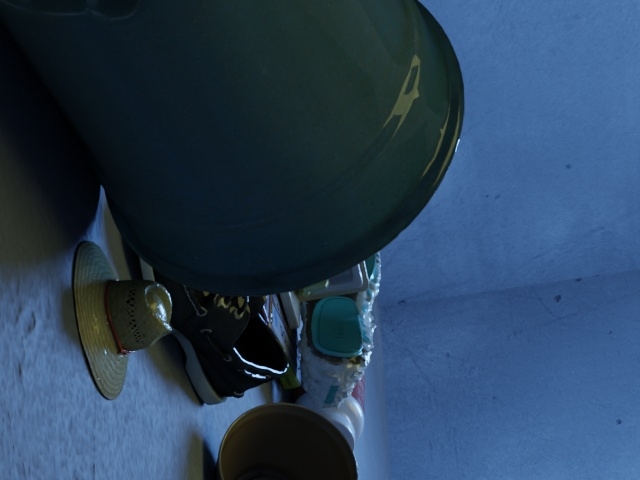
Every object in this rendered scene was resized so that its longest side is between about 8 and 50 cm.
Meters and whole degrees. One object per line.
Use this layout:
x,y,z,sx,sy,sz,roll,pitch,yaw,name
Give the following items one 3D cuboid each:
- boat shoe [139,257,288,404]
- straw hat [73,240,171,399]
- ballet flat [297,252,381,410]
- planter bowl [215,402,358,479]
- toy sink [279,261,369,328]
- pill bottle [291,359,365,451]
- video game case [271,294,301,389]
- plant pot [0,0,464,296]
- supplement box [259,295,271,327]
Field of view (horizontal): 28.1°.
-0.105,0.063,1.348,0.340,0.113,0.127,74,10,-48,boat shoe
-0.159,0.064,1.098,0.144,0.061,0.145,-9,90,-84,straw hat
0.019,0.127,2.092,0.409,0.147,0.147,-78,159,-59,ballet flat
-0.050,0.283,1.465,0.109,0.162,0.162,116,-23,-49,planter bowl
0.000,0.000,1.992,0.234,0.131,0.153,-92,170,-49,toy sink
0.012,0.272,2.090,0.216,0.121,0.121,-86,166,-65,pill bottle
-0.075,0.060,1.987,0.248,0.035,0.275,70,13,-59,video game case
-0.090,-0.179,1.008,0.334,0.341,0.341,55,25,-56,plant pot
-0.114,0.013,1.486,0.188,0.080,0.104,75,9,-46,supplement box
